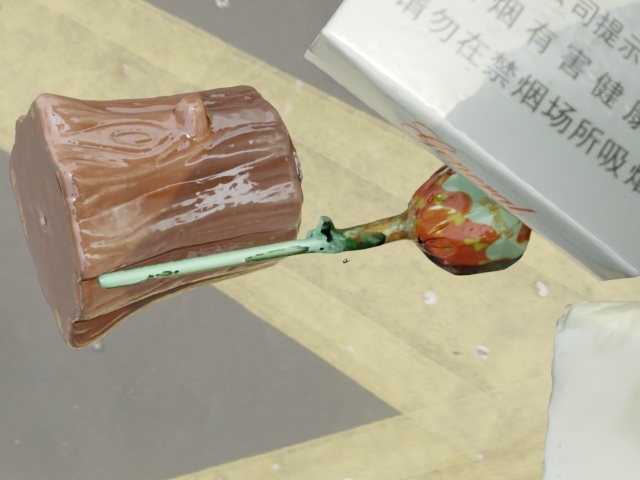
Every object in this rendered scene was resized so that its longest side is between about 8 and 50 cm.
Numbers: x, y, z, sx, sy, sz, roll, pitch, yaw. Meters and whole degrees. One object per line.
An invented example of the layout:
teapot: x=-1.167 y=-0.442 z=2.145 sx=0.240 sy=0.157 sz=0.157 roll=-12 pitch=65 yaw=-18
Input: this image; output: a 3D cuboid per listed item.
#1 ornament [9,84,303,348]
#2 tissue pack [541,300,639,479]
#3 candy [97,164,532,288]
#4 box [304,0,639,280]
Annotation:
ornament: x=-0.149 y=-0.039 z=0.955 sx=0.221 sy=0.217 sz=0.235 roll=31 pitch=129 yaw=55
tissue pack: x=0.400 y=0.171 z=0.854 sx=0.380 sy=0.297 sz=0.207 roll=0 pitch=74 yaw=29
candy: x=0.000 y=0.000 z=0.432 sx=0.184 sy=0.055 sz=0.049 roll=-9 pitch=90 yaw=-5
box: x=0.116 y=-0.122 z=0.377 sx=0.139 sy=0.035 sz=0.245 roll=37 pitch=78 yaw=-6
